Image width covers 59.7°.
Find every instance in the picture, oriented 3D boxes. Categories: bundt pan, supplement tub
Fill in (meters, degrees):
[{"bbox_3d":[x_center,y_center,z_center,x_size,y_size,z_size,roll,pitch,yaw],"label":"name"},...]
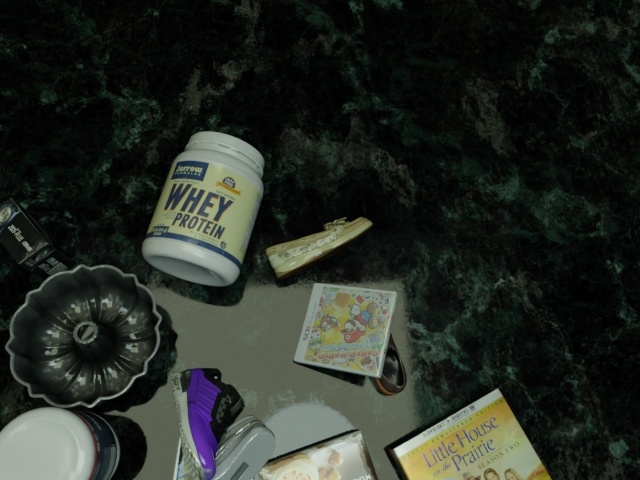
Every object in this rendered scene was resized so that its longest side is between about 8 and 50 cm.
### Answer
[{"bbox_3d":[-0.523,0.228,1.282,0.330,0.124,0.331,3,64,-5],"label":"bundt pan"},{"bbox_3d":[-0.527,0.444,1.138,0.191,0.272,0.191,2,71,-5],"label":"supplement tub"},{"bbox_3d":[-0.274,-0.074,1.362,0.235,0.235,0.325,14,70,0],"label":"supplement tub"}]

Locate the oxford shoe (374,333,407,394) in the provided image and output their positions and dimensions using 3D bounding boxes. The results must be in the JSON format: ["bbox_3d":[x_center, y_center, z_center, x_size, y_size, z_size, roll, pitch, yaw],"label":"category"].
[{"bbox_3d":[0.141,0.241,1.364,0.096,0.098,0.271,-25,75,-12],"label":"oxford shoe"}]

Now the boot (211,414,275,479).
[{"bbox_3d":[-0.210,0.498,1.212,0.258,0.123,0.095,-43,109,-16],"label":"boot"}]

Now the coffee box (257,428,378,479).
[{"bbox_3d":[-0.006,0.532,1.249,0.246,0.098,0.141,-16,73,-10],"label":"coffee box"}]

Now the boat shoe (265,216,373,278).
[{"bbox_3d":[0.000,0.000,1.432,0.285,0.104,0.089,-26,78,-13],"label":"boat shoe"}]

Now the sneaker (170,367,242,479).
[{"bbox_3d":[-0.239,0.380,1.223,0.146,0.102,0.293,-9,35,-18],"label":"sneaker"}]

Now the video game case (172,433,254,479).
[{"bbox_3d":[-0.242,0.550,1.262,0.183,0.023,0.201,6,71,-4],"label":"video game case"}]

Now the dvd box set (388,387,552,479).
[{"bbox_3d":[0.390,0.601,1.283,0.307,0.062,0.421,-24,75,-13],"label":"dvd box set"}]

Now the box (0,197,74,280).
[{"bbox_3d":[-0.686,0.005,1.324,0.077,0.180,0.147,-40,78,-15],"label":"box"}]

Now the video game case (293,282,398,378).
[{"bbox_3d":[0.060,0.211,1.349,0.226,0.026,0.206,4,67,28],"label":"video game case"}]
